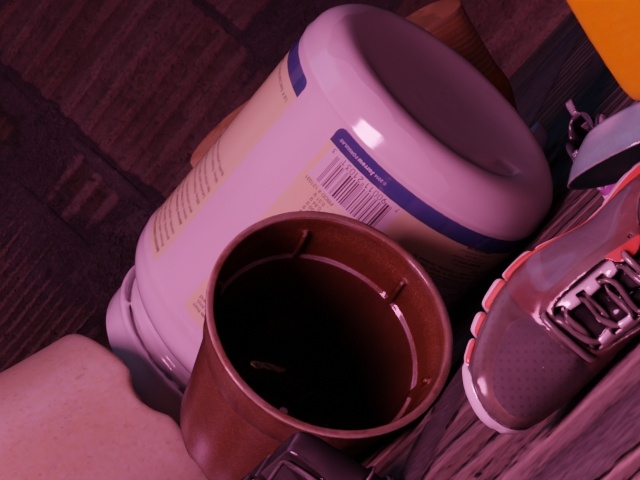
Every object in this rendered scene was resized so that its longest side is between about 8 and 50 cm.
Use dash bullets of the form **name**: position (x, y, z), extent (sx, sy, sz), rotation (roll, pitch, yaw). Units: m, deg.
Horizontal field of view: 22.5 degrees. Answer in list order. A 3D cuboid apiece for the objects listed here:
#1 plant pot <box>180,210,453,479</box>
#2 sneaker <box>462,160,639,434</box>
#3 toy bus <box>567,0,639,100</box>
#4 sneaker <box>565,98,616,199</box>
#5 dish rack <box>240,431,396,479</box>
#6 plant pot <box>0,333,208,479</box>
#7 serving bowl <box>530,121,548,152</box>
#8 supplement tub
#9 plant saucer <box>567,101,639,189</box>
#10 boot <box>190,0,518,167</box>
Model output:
- **plant pot**: position (-0.016, 0.093, 1.095), extent (0.167, 0.167, 0.165), rotation (-49, -7, -36)
- **sneaker**: position (0.123, 0.018, 0.691), extent (0.158, 0.061, 0.065), rotation (-49, 8, -9)
- **toy bus**: position (0.222, -0.164, 0.591), extent (0.130, 0.108, 0.333), rotation (-32, 2, -40)
- **sneaker**: position (0.175, -0.062, 0.972), extent (0.038, 0.069, 0.098), rotation (-47, 2, 29)
- **dish rack**: position (-0.085, 0.236, 0.897), extent (0.271, 0.074, 0.208), rotation (-52, 2, -41)
- **plant pot**: position (-0.238, 0.241, 1.191), extent (0.305, 0.334, 0.334), rotation (-37, -3, -20)
- **serving bowl**: position (0.196, -0.077, 1.575), extent (0.083, 0.027, 0.083), rotation (-49, 2, 2)
- **supplement tub**: position (0.000, 0.000, 1.280), extent (0.325, 0.235, 0.235), rotation (-48, 2, 25)
- **plant saucer**: position (0.168, -0.054, 0.746), extent (0.119, 0.021, 0.119), rotation (-17, -9, -3)
- **boot**: position (0.051, -0.064, 1.448), extent (0.295, 0.211, 0.104), rotation (-29, 26, -8)
